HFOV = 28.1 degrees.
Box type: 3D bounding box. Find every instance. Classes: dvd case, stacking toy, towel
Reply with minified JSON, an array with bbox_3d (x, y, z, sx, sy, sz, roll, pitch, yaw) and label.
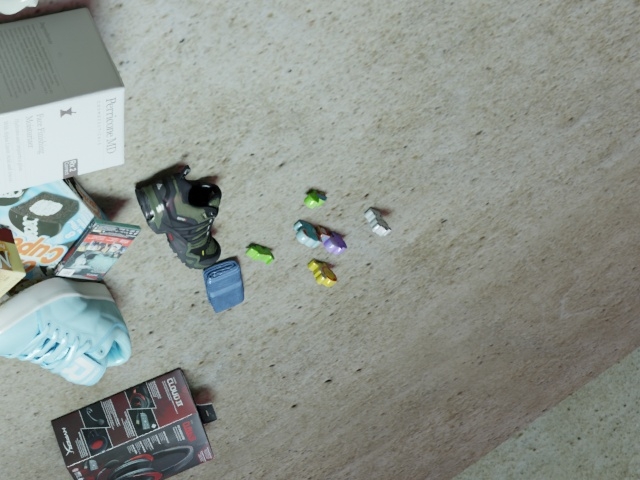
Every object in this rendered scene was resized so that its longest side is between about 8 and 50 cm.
[{"bbox_3d":[-0.335,0.015,1.920,0.087,0.013,0.119,8,132,-46],"label":"dvd case"},{"bbox_3d":[0.000,0.000,2.231,0.167,0.052,0.221,-44,145,24],"label":"stacking toy"},{"bbox_3d":[-0.168,0.078,2.237,0.067,0.029,0.119,-21,147,-11],"label":"towel"}]

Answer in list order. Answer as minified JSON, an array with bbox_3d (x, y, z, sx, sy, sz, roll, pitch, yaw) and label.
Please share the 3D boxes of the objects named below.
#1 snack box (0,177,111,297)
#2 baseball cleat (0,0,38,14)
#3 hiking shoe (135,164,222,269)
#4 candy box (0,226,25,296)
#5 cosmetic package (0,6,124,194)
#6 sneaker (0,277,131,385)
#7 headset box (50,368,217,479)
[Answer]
[{"bbox_3d":[-0.436,-0.036,1.837,0.187,0.060,0.322,-28,149,2],"label":"snack box"},{"bbox_3d":[-0.318,-0.343,1.474,0.206,0.072,0.109,-38,141,9],"label":"baseball cleat"},{"bbox_3d":[-0.193,-0.032,2.004,0.114,0.086,0.227,-29,148,8],"label":"hiking shoe"},{"bbox_3d":[-0.585,0.089,1.773,0.316,0.087,0.183,-37,150,23],"label":"candy box"},{"bbox_3d":[-0.355,-0.175,1.609,0.183,0.151,0.151,-16,148,-19],"label":"cosmetic package"},{"bbox_3d":[-0.388,0.150,1.952,0.135,0.150,0.366,-40,168,18],"label":"sneaker"},{"bbox_3d":[-0.343,0.379,2.464,0.293,0.110,0.218,-22,148,-9],"label":"headset box"}]
